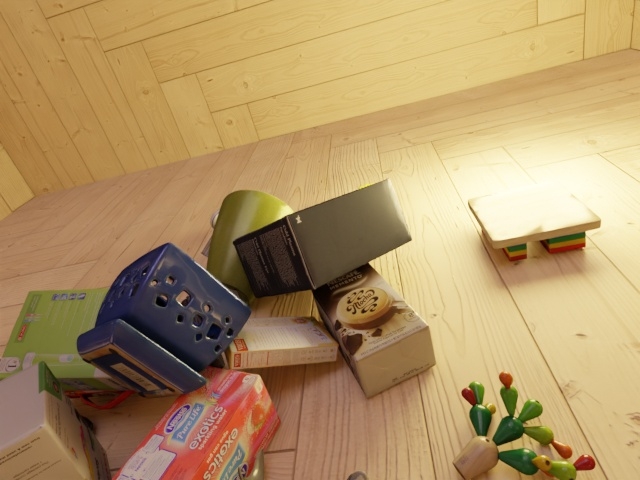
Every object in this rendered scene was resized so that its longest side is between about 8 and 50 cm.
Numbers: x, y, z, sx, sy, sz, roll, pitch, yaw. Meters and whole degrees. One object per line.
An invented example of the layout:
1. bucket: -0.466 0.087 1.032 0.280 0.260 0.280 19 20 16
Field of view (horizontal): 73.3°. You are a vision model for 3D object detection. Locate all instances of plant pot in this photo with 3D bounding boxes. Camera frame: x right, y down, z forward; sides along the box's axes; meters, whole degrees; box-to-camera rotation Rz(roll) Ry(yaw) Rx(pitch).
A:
1. plant pot: -0.225 0.046 1.305 0.274 0.275 0.294 -3 49 24
2. plant pot: -0.319 0.177 0.859 0.235 0.236 0.212 -22 32 40

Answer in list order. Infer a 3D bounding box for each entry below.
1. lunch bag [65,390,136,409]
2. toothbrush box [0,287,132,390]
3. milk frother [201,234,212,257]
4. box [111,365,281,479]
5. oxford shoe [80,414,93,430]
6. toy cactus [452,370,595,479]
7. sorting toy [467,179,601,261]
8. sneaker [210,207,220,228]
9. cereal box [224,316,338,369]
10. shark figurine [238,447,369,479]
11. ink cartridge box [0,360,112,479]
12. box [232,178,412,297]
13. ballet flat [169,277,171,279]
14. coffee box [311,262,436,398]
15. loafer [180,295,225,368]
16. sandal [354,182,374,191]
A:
1. lunch bag: -0.538 0.293 1.090 0.292 0.120 0.259 -8 56 1
2. toothbrush box: -0.540 0.228 0.987 0.282 0.122 0.207 -3 57 5
3. milk frother: -0.323 0.025 1.530 0.143 0.129 0.135 28 84 16
4. box: -0.221 0.393 0.780 0.153 0.142 0.300 0 33 28
5. oxford shoe: -0.630 0.416 1.003 0.226 0.096 0.083 5 35 23
6. toy cactus: 0.296 0.318 0.698 0.180 0.112 0.219 -34 40 -10
7. sorting toy: 0.570 -0.050 1.184 0.256 0.090 0.256 -12 29 9
8. sneaker: -0.258 -0.076 1.610 0.281 0.102 0.161 -14 31 -27
9. cereal box: -0.100 0.226 0.979 0.239 0.048 0.173 2 13 -20
10. shark figurine: -0.006 0.425 0.693 0.278 0.167 0.116 -17 -2 38
11. ink cartridge box: -0.490 0.396 0.781 0.117 0.279 0.201 -27 30 -23
12. box: 0.000 0.000 1.140 0.343 0.179 0.312 -23 2 -34
13. ballet flat: -0.478 0.115 1.493 0.173 0.049 0.057 2 35 30
14. coffee box: 0.107 0.186 0.987 0.168 0.119 0.297 -23 29 -10
15. loafer: -0.343 0.249 1.140 0.095 0.109 0.302 -30 34 -15
16. sandal: 0.118 -0.082 1.460 0.317 0.126 0.138 -33 36 -12
